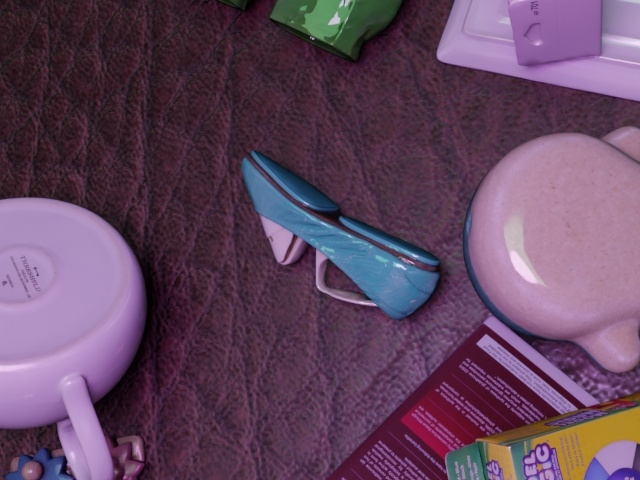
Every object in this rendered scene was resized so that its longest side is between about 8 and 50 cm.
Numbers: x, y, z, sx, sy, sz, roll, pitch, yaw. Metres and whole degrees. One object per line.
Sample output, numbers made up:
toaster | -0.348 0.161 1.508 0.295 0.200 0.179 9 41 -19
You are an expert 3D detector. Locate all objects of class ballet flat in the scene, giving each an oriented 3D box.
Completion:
ballet flat | 0.000 0.000 0.882 0.247 0.083 0.087 33 102 25

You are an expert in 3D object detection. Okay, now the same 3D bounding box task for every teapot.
teapot | -0.289 0.097 0.898 0.252 0.187 0.256 13 46 3

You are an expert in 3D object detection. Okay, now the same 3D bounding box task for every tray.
tray | 0.258 -0.221 0.879 0.270 0.030 0.145 16 82 21

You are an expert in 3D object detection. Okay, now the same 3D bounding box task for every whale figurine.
whale figurine | 0.257 0.010 0.782 0.272 0.141 0.216 7 76 -5

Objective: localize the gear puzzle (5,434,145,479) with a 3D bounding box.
gear puzzle | -0.245 0.370 0.882 0.175 0.044 0.339 -13 72 15

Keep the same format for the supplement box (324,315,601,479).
supplement box | 0.112 0.192 0.751 0.239 0.073 0.130 -40 65 -20

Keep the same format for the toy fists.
toy fists | -0.033 -0.303 0.965 0.279 0.096 0.142 30 97 21

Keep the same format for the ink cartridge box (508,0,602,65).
ink cartridge box | 0.209 -0.276 0.817 0.082 0.139 0.190 -6 75 15

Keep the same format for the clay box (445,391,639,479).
clay box | 0.210 0.198 0.692 0.222 0.053 0.127 -11 89 -24
